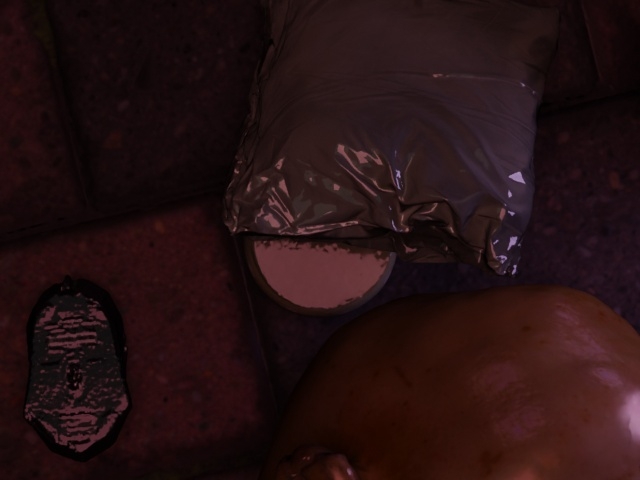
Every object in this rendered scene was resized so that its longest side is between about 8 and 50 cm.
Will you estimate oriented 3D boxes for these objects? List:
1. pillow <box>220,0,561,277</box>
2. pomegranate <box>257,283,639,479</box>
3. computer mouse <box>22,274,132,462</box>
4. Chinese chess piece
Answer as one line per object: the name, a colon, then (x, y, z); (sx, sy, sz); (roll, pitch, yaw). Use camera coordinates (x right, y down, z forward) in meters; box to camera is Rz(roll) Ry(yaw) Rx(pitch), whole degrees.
pillow: (0.059, -0.109, 1.512); (0.283, 0.138, 0.310); (11, 56, 3)
pomegranate: (0.119, 0.229, 1.425); (0.411, 0.411, 0.411); (0, 90, -4)
computer mouse: (-0.223, 0.119, 1.566); (0.099, 0.057, 0.172); (-5, 78, -2)
Chinese chess piece: (0.000, 0.000, 1.579); (0.144, 0.058, 0.144); (0, 88, -4)
